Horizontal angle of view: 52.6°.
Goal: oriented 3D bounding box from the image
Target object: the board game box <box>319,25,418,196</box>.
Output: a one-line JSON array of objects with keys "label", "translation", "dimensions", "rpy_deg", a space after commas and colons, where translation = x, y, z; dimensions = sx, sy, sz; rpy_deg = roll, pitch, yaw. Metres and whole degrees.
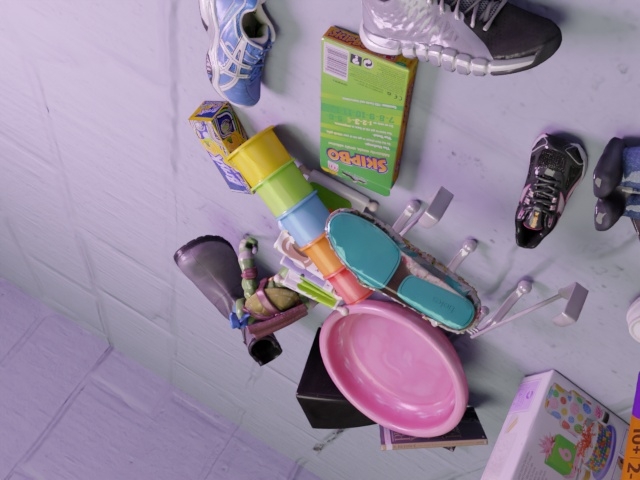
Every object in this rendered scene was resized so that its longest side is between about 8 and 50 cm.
[{"label": "board game box", "translation": [0.059, -0.168, 0.907], "dimensions": [0.124, 0.039, 0.259], "rpy_deg": [25, 148, 15]}]

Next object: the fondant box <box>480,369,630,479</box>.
[{"label": "fondant box", "translation": [0.484, 0.432, 1.188], "dimensions": [0.330, 0.238, 0.096], "rpy_deg": [37, 152, -6]}]

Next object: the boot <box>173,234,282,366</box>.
[{"label": "boot", "translation": [-0.179, 0.138, 1.410], "dimensions": [0.222, 0.118, 0.338], "rpy_deg": [58, -177, 31]}]

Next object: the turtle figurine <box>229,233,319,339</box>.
[{"label": "turtle figurine", "translation": [-0.057, 0.053, 1.294], "dimensions": [0.266, 0.275, 0.197], "rpy_deg": [-24, 96, 35]}]

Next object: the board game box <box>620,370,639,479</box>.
[{"label": "board game box", "translation": [0.590, 0.374, 0.715], "dimensions": [0.357, 0.356, 0.356], "rpy_deg": [39, 147, -20]}]

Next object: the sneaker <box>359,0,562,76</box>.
[{"label": "sneaker", "translation": [0.130, -0.250, 0.663], "dimensions": [0.229, 0.086, 0.132], "rpy_deg": [16, 145, 30]}]

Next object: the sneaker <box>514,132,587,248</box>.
[{"label": "sneaker", "translation": [0.284, -0.052, 0.816], "dimensions": [0.072, 0.077, 0.178], "rpy_deg": [18, 147, 24]}]

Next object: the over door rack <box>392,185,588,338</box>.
[{"label": "over door rack", "translation": [0.219, 0.033, 0.959], "dimensions": [0.240, 0.108, 0.324], "rpy_deg": [35, 164, -2]}]

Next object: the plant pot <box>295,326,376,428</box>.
[{"label": "plant pot", "translation": [0.064, 0.341, 1.545], "dimensions": [0.167, 0.187, 0.188], "rpy_deg": [5, 142, 20]}]

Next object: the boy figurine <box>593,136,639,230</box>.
[{"label": "boy figurine", "translation": [0.441, -0.036, 0.668], "dimensions": [0.285, 0.092, 0.177], "rpy_deg": [14, 135, 34]}]

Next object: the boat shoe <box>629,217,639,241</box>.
[{"label": "boat shoe", "translation": [0.422, 0.002, 0.798], "dimensions": [0.142, 0.040, 0.049], "rpy_deg": [45, 149, -21]}]

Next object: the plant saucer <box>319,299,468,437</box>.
[{"label": "plant saucer", "translation": [0.155, 0.251, 1.328], "dimensions": [0.332, 0.084, 0.332], "rpy_deg": [22, 132, 26]}]

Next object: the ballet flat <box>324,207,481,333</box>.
[{"label": "ballet flat", "translation": [0.110, 0.040, 0.875], "dimensions": [0.241, 0.091, 0.077], "rpy_deg": [38, -164, 6]}]

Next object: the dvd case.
[{"label": "dvd case", "translation": [0.239, 0.409, 1.419], "dimensions": [0.222, 0.164, 0.018], "rpy_deg": [-5, 99, 4]}]

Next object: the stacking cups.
[{"label": "stacking cups", "translation": [-0.027, -0.030, 1.058], "dimensions": [0.316, 0.096, 0.096], "rpy_deg": [56, 147, -8]}]

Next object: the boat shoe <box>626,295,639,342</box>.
[{"label": "boat shoe", "translation": [0.501, 0.104, 0.817], "dimensions": [0.098, 0.096, 0.277], "rpy_deg": [38, 151, -10]}]

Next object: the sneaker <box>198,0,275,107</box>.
[{"label": "sneaker", "translation": [-0.107, -0.260, 0.885], "dimensions": [0.081, 0.080, 0.211], "rpy_deg": [25, 152, 21]}]

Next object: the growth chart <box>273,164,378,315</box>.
[{"label": "growth chart", "translation": [0.000, 0.000, 1.118], "dimensions": [0.172, 0.021, 0.237], "rpy_deg": [20, 113, 10]}]

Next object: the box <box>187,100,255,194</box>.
[{"label": "box", "translation": [-0.156, -0.158, 1.117], "dimensions": [0.059, 0.054, 0.169], "rpy_deg": [11, 145, 35]}]

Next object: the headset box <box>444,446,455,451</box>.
[{"label": "headset box", "translation": [0.320, 0.515, 1.691], "dimensions": [0.083, 0.032, 0.062], "rpy_deg": [17, 147, 29]}]
